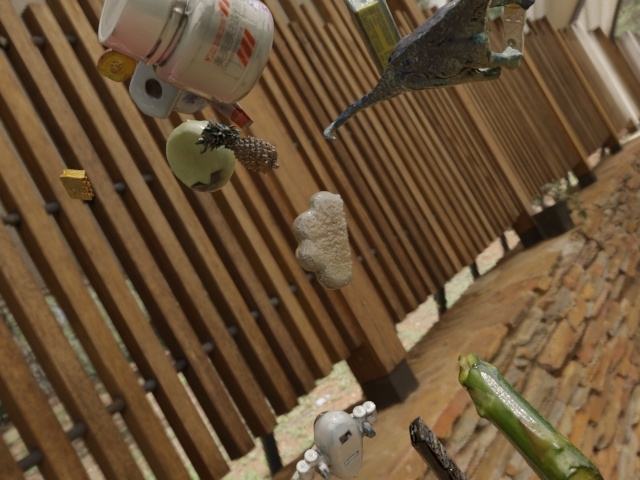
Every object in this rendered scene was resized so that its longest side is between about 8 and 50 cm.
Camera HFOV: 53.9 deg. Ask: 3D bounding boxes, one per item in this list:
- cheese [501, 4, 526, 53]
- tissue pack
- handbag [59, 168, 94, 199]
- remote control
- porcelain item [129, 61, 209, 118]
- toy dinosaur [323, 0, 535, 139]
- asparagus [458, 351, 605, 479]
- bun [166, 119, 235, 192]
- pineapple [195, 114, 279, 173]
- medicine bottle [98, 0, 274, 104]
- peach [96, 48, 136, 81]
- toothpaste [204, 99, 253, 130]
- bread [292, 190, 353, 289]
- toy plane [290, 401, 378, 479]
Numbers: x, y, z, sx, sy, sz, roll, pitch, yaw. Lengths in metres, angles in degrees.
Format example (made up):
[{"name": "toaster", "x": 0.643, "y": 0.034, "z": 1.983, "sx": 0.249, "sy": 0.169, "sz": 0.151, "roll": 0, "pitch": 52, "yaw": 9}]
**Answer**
[{"name": "cheese", "x": 0.356, "y": -0.446, "z": 1.136, "sx": 0.127, "sy": 0.255, "sz": 0.050, "roll": 16, "pitch": 51, "yaw": 28}, {"name": "tissue pack", "x": 0.128, "y": -0.485, "z": 1.437, "sx": 0.081, "sy": 0.185, "sz": 0.257, "roll": -26, "pitch": -39, "yaw": 10}, {"name": "handbag", "x": -0.591, "y": -0.135, "z": 1.532, "sx": 0.061, "sy": 0.027, "sz": 0.083, "roll": 4, "pitch": -39, "yaw": 6}, {"name": "remote control", "x": 0.379, "y": 0.690, "z": 1.827, "sx": 0.062, "sy": 0.398, "sz": 0.144, "roll": -34, "pitch": 10, "yaw": 11}, {"name": "porcelain item", "x": -0.394, "y": -0.516, "z": 1.936, "sx": 0.242, "sy": 0.178, "sz": 0.405, "roll": -52, "pitch": -2, "yaw": 36}, {"name": "toy dinosaur", "x": 0.126, "y": -0.200, "z": 0.661, "sx": 0.147, "sy": 0.076, "sz": 0.363, "roll": -10, "pitch": -11, "yaw": -27}, {"name": "asparagus", "x": 0.318, "y": 0.289, "z": 1.021, "sx": 0.085, "sy": 0.343, "sz": 0.082, "roll": 15, "pitch": -66, "yaw": -39}, {"name": "bun", "x": -0.422, "y": -0.321, "z": 2.327, "sx": 0.283, "sy": 0.283, "sz": 0.179, "roll": -31, "pitch": 8, "yaw": 39}, {"name": "pineapple", "x": -0.204, "y": -0.230, "z": 1.596, "sx": 0.083, "sy": 0.221, "sz": 0.103, "roll": -30, "pitch": -34, "yaw": -85}, {"name": "medicine bottle", "x": -0.294, "y": -0.467, "z": 1.386, "sx": 0.325, "sy": 0.256, "sz": 0.256, "roll": 19, "pitch": -33, "yaw": -34}, {"name": "peach", "x": -0.516, "y": -0.453, "z": 1.590, "sx": 0.098, "sy": 0.061, "sz": 0.098, "roll": -17, "pitch": -44, "yaw": -17}, {"name": "toothpaste", "x": -0.309, "y": -0.414, "z": 1.736, "sx": 0.075, "sy": 0.301, "sz": 0.048, "roll": -38, "pitch": 22, "yaw": 36}, {"name": "bread", "x": 0.001, "y": 0.001, "z": 2.125, "sx": 0.183, "sy": 0.337, "sz": 0.102, "roll": -5, "pitch": -12, "yaw": -16}, {"name": "toy plane", "x": 0.035, "y": 0.448, "z": 1.380, "sx": 0.245, "sy": 0.117, "sz": 0.244, "roll": -27, "pitch": -45, "yaw": -31}]
